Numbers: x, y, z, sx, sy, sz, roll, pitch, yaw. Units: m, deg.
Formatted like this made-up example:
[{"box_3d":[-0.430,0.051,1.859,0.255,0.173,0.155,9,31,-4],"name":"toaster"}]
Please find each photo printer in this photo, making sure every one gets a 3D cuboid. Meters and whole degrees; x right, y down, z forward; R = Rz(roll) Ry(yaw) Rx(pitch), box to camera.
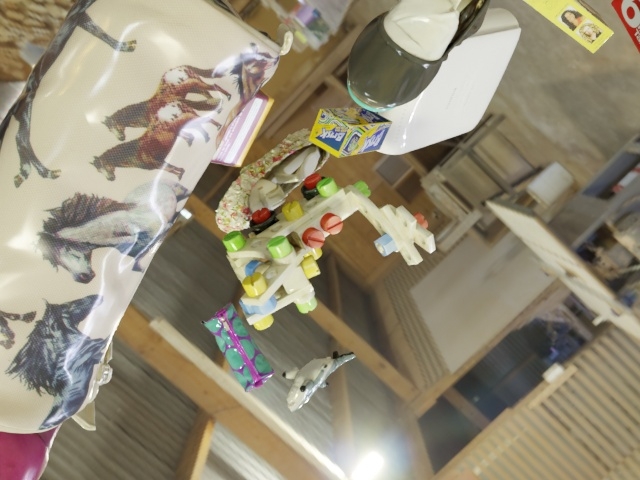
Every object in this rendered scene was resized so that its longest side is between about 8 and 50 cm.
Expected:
[{"box_3d":[0.214,-0.296,1.282,0.307,0.256,0.107,-22,-125,-39],"name":"photo printer"}]

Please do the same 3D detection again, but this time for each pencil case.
[{"box_3d":[-0.186,-0.041,0.582,0.183,0.410,0.160,27,-173,-37],"name":"pencil case"},{"box_3d":[-0.143,0.188,1.210,0.152,0.064,0.070,57,170,4],"name":"pencil case"}]

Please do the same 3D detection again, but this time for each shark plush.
[{"box_3d":[-0.005,0.260,1.332,0.073,0.161,0.067,11,129,44],"name":"shark plush"}]

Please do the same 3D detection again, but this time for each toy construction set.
[{"box_3d":[0.000,0.000,1.026,0.215,0.327,0.151,27,133,58],"name":"toy construction set"}]

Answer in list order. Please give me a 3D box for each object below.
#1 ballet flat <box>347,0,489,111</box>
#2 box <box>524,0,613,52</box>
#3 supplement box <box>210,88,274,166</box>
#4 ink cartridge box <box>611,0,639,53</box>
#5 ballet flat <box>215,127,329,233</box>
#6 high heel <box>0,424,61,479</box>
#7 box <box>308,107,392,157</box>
[{"box_3d":[0.119,-0.245,0.764,0.095,0.096,0.280,37,-131,3],"name":"ballet flat"},{"box_3d":[0.464,-0.465,1.351,0.232,0.058,0.087,26,-144,-21],"name":"box"},{"box_3d":[-0.163,-0.162,0.828,0.188,0.104,0.081,5,-148,-50],"name":"supplement box"},{"box_3d":[0.502,-0.229,0.776,0.272,0.130,0.309,77,168,-80],"name":"ink cartridge box"},{"box_3d":[-0.072,-0.100,1.126,0.077,0.241,0.091,18,147,43],"name":"ballet flat"},{"box_3d":[-0.466,0.153,0.763,0.377,0.127,0.181,33,-134,-12],"name":"high heel"},{"box_3d":[0.050,-0.171,1.075,0.059,0.054,0.169,32,-156,18],"name":"box"}]
